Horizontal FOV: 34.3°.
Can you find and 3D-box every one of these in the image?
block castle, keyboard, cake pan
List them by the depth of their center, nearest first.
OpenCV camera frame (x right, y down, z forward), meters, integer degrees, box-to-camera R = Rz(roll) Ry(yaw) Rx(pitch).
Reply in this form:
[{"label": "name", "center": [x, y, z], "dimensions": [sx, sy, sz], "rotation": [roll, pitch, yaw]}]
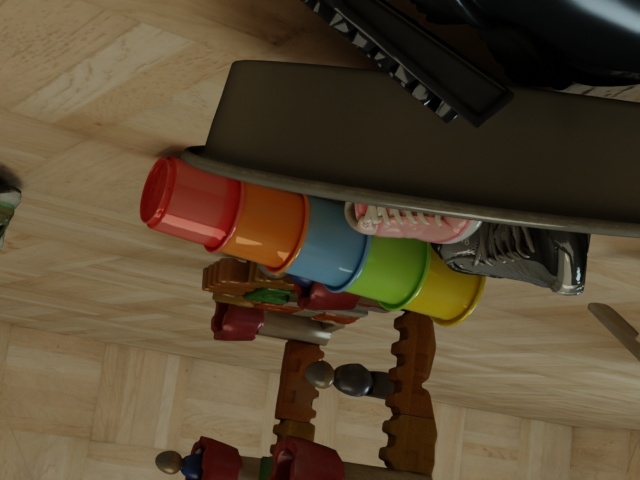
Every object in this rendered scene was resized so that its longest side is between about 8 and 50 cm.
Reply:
[{"label": "keyboard", "center": [0.008, -0.090, 0.391], "dimensions": [0.108, 0.023, 0.180], "rotation": [26, -164, -33]}, {"label": "cake pan", "center": [0.078, -0.050, 0.529], "dimensions": [0.293, 0.054, 0.293], "rotation": [7, -173, -1]}, {"label": "block castle", "center": [-0.041, 0.162, 1.186], "dimensions": [0.213, 0.303, 0.453], "rotation": [12, 166, -17]}]

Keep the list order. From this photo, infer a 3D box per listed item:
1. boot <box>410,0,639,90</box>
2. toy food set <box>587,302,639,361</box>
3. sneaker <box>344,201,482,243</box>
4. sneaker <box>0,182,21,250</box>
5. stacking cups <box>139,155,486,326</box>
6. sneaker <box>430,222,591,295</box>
[{"label": "boot", "center": [0.148, -0.100, 0.336], "dimensions": [0.207, 0.094, 0.246], "rotation": [6, 175, 23]}, {"label": "toy food set", "center": [0.383, 0.064, 0.981], "dimensions": [0.218, 0.071, 0.128], "rotation": [1, -152, -12]}, {"label": "sneaker", "center": [0.070, -0.025, 0.840], "dimensions": [0.070, 0.051, 0.134], "rotation": [9, 173, -32]}, {"label": "sneaker", "center": [-0.402, 0.031, 1.076], "dimensions": [0.158, 0.182, 0.410], "rotation": [10, 167, -11]}, {"label": "stacking cups", "center": [0.000, 0.000, 0.915], "dimensions": [0.316, 0.096, 0.096], "rotation": [16, 165, -30]}, {"label": "sneaker", "center": [0.151, 0.001, 0.844], "dimensions": [0.132, 0.086, 0.228], "rotation": [7, 169, 14]}]
